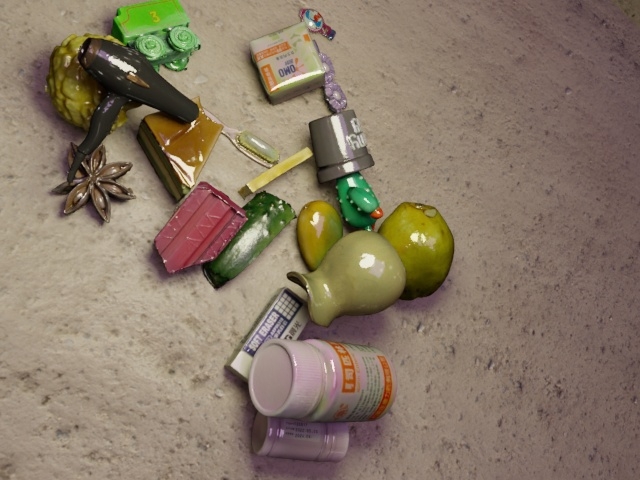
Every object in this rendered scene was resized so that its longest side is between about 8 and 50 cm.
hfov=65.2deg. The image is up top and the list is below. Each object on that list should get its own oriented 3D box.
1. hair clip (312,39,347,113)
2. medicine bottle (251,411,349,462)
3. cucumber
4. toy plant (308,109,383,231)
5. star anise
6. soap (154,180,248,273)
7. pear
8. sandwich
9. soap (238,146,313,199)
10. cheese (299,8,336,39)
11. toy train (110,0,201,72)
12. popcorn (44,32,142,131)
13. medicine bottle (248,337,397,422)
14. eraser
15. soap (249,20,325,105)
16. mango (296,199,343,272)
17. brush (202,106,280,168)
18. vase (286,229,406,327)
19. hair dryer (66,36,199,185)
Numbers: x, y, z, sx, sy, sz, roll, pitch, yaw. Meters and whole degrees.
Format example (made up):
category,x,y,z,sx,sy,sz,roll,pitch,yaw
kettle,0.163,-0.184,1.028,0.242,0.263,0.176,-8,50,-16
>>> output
category,x,y,z,sx,sy,sz,roll,pitch,yaw
hair clip,0.018,-0.540,1.705,0.106,0.084,0.292,-34,100,-52
medicine bottle,-0.056,0.545,1.400,0.249,0.133,0.133,17,72,-22
cucumber,-0.217,-0.009,1.459,0.145,0.105,0.325,46,66,-12
toy plant,0.091,-0.192,1.548,0.185,0.279,0.400,-21,101,-21
star anise,-0.582,-0.150,1.316,0.196,0.073,0.212,19,74,-19
soap,-0.333,-0.022,1.338,0.162,0.099,0.250,39,94,-24
pear,0.300,0.035,1.630,0.269,0.269,0.321,-8,101,-28
sandwich,-0.364,-0.254,1.401,0.198,0.155,0.227,-31,94,-29
soap,-0.137,-0.210,1.544,0.252,0.092,0.037,-37,99,-28
cheese,-0.010,-0.760,1.758,0.145,0.038,0.095,31,67,-17
toy train,-0.475,-0.581,1.435,0.243,0.132,0.188,-31,89,-31
popcorn,-0.573,-0.390,1.289,0.236,0.206,0.252,-22,83,-16
medicine bottle,0.013,0.383,1.371,0.388,0.219,0.219,17,71,-39
eraser,-0.142,0.279,1.442,0.124,0.081,0.279,41,64,-14
soap,-0.103,-0.554,1.578,0.199,0.138,0.182,-22,90,-3
mango,0.000,0.000,1.562,0.156,0.114,0.251,-9,99,-47
brush,-0.256,-0.327,1.528,0.312,0.067,0.072,31,68,-16
vase,0.080,0.141,1.467,0.302,0.329,0.241,-28,62,-11
hair dryer,-0.491,-0.275,1.211,0.303,0.120,0.359,30,93,-49
